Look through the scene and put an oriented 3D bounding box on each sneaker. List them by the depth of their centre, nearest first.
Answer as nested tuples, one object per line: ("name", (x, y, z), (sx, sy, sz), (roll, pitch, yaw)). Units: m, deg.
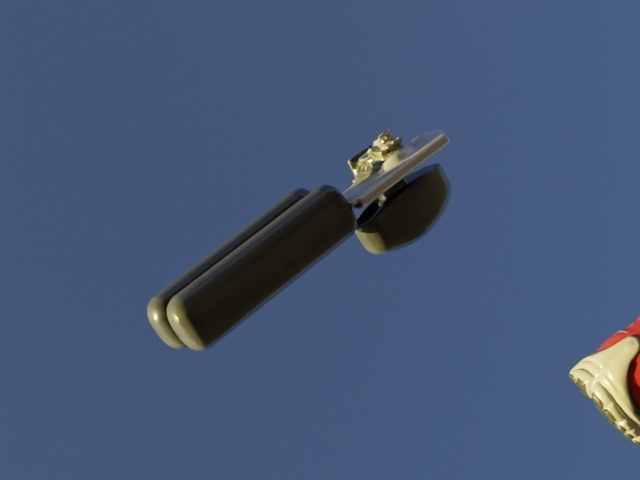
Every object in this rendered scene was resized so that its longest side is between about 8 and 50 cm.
("sneaker", (0.339, 0.141, 1.107), (0.118, 0.107, 0.279), (-48, -43, 13))

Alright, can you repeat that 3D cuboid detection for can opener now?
("can opener", (0.000, 0.000, 0.935), (0.280, 0.074, 0.093), (-34, -78, -27))
